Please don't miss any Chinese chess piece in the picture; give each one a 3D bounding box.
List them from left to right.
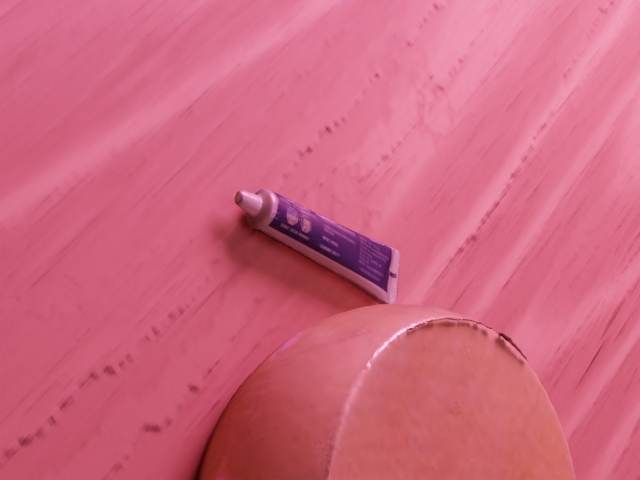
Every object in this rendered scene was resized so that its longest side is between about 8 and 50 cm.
[{"bbox_3d":[0.041,0.159,0.899,0.251,0.097,0.251,12,74,-47],"label":"Chinese chess piece"}]

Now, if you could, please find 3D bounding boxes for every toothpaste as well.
[{"bbox_3d":[0.000,0.000,0.942,0.140,0.021,0.037,28,61,-44],"label":"toothpaste"}]
